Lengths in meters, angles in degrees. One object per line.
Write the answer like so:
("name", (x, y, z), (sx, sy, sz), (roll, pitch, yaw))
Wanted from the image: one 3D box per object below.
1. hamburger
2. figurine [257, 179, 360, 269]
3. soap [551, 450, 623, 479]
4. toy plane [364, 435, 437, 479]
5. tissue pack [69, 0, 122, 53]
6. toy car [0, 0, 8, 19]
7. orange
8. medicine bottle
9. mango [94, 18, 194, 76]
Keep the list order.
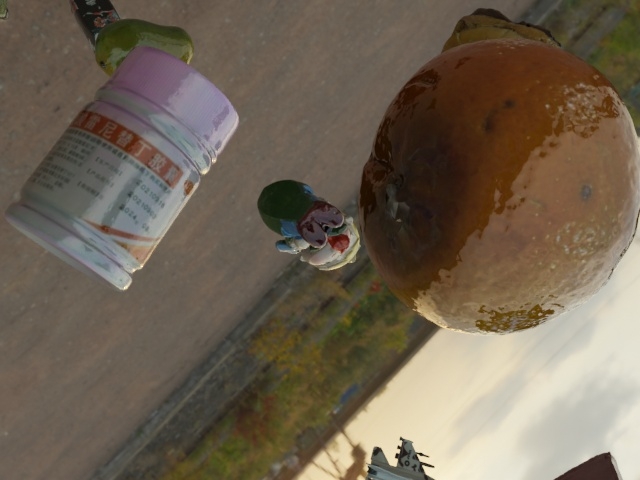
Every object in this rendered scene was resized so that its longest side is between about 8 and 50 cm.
("hamburger", (0.399, -0.351, 1.565), (0.174, 0.305, 0.284), (-43, 140, -26))
("figurine", (0.011, -0.010, 1.233), (0.127, 0.185, 0.234), (-56, 130, -14))
("soap", (0.276, 0.395, 0.769), (0.233, 0.128, 0.359), (-39, 175, 14))
("toy plane", (0.188, 0.486, 1.424), (0.082, 0.234, 0.159), (125, -16, -65))
("tissue pack", (-0.500, -0.493, 1.608), (0.091, 0.170, 0.103), (-29, 154, -16))
("toy car", (-0.656, -0.471, 1.300), (0.125, 0.257, 0.101), (-1, 107, -42))
("orange", (0.122, -0.040, 0.532), (0.170, 0.224, 0.224), (-5, 146, -33))
("medicine bottle", (-0.284, -0.105, 1.044), (0.315, 0.202, 0.202), (-59, 174, -16))
("mango", (-0.311, -0.335, 1.280), (0.191, 0.122, 0.086), (-5, 169, -35))
